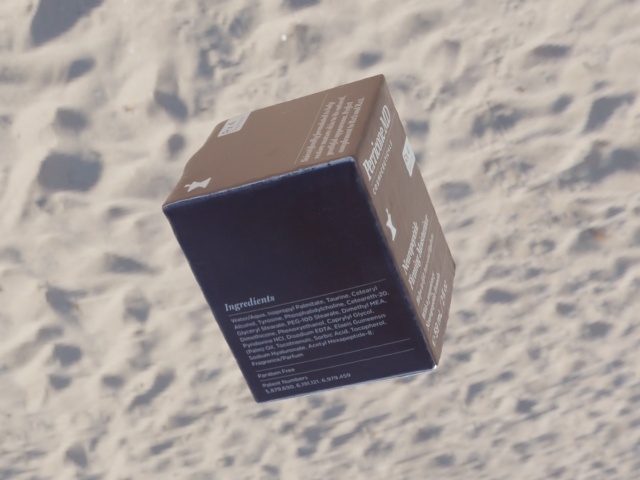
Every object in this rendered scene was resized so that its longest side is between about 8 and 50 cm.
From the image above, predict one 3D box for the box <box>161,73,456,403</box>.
[{"bbox_3d":[0.000,0.000,0.942,0.167,0.168,0.203,-13,117,20],"label":"box"}]
